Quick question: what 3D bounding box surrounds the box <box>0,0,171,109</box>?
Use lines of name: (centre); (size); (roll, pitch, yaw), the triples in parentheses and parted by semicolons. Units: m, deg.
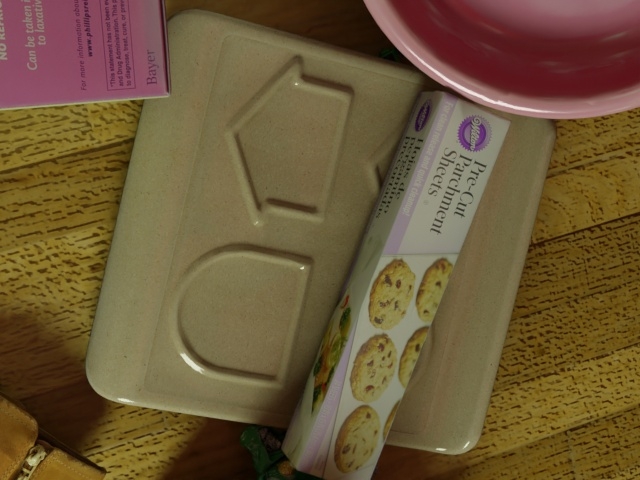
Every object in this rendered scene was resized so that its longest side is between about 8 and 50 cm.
box: (-0.248, -0.153, 0.882); (0.243, 0.213, 0.117); (-7, 101, -17)

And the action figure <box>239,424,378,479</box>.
action figure: (0.021, 0.233, 1.099); (0.232, 0.137, 0.063); (38, 128, -16)

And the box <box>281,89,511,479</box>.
box: (0.058, 0.040, 1.014); (0.067, 0.063, 0.324); (22, 91, -17)

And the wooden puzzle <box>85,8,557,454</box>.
wooden puzzle: (0.000, 0.000, 1.070); (0.347, 0.080, 0.322); (12, 94, -16)

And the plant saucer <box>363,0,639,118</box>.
plant saucer: (0.182, -0.255, 0.925); (0.332, 0.084, 0.332); (6, 121, 10)

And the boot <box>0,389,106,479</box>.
boot: (-0.333, 0.194, 0.978); (0.295, 0.104, 0.211); (31, 81, -24)

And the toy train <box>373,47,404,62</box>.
toy train: (0.078, -0.170, 1.093); (0.083, 0.023, 0.017); (-33, 107, -11)
